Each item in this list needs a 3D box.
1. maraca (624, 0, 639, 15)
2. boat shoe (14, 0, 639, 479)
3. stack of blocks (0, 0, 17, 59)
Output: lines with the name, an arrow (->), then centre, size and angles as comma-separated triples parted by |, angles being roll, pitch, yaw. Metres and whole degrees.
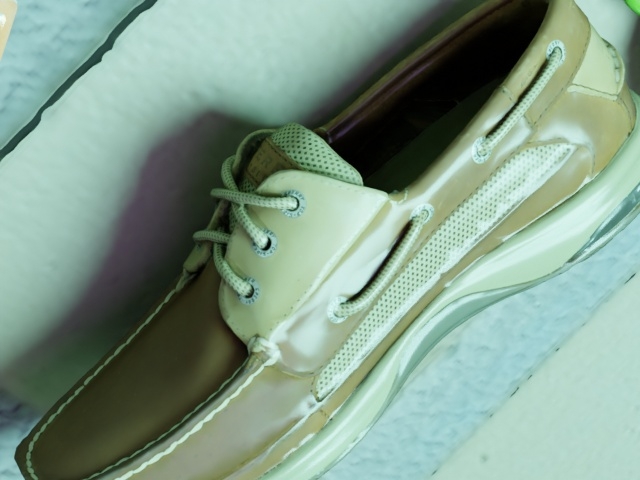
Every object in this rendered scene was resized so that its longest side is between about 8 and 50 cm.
maraca -> 0.220, -0.091, 0.726 | 0.127, 0.099, 0.186 | -35, 104, -6
boat shoe -> 0.000, 0.000, 0.662 | 0.324, 0.122, 0.120 | -38, 125, -12
stack of blocks -> -0.238, -0.084, 0.365 | 0.297, 0.171, 0.087 | 28, 78, -59
